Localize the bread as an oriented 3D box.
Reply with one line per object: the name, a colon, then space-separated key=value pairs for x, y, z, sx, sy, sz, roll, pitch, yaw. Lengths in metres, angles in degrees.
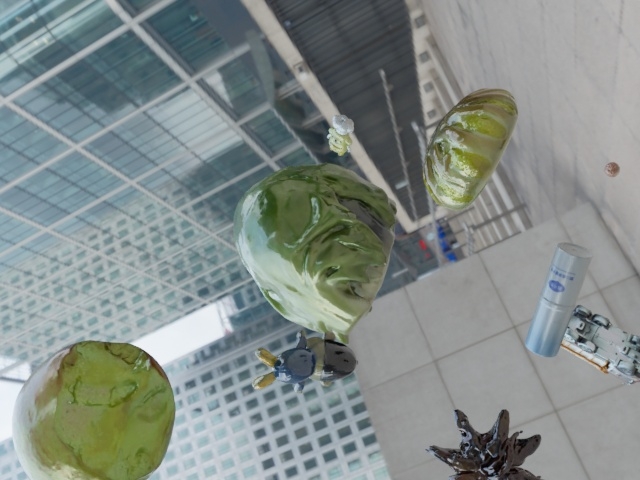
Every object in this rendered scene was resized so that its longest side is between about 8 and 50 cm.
bread: x=0.220 y=-0.143 z=0.949 sx=0.104 sy=0.213 sz=0.213 roll=30 pitch=-169 yaw=5

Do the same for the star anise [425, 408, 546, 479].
star anise: x=0.347 y=0.474 z=1.279 sx=0.272 sy=0.272 sz=0.102 roll=64 pitch=-172 yaw=-1

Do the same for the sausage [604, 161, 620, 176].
sausage: x=0.684 y=-0.166 z=1.470 sx=0.083 sy=0.034 sz=0.034 roll=-4 pitch=-113 yaw=-63

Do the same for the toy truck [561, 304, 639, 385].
toy truck: x=0.720 y=0.267 z=1.637 sx=0.270 sy=0.114 sz=0.135 roll=30 pitch=165 yaw=18

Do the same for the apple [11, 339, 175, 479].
apple: x=-0.345 y=0.289 z=0.983 sx=0.246 sy=0.246 sz=0.226 roll=42 pitch=-159 yaw=-60

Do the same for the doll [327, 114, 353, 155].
doll: x=0.072 y=-0.376 z=2.224 sx=0.106 sy=0.062 sz=0.162 roll=34 pitch=144 yaw=17

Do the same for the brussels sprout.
brussels sprout: x=-0.019 y=0.001 z=1.419 sx=0.425 sy=0.361 sz=0.343 roll=-57 pitch=-16 yaw=-68

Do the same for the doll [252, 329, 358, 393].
doll: x=-0.021 y=0.192 z=0.991 sx=0.089 sy=0.179 sz=0.102 roll=-164 pitch=79 yaw=-67

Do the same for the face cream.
face cream: x=0.518 y=0.132 z=1.370 sx=0.077 sy=0.077 sz=0.250 roll=-87 pitch=5 yaw=-66
